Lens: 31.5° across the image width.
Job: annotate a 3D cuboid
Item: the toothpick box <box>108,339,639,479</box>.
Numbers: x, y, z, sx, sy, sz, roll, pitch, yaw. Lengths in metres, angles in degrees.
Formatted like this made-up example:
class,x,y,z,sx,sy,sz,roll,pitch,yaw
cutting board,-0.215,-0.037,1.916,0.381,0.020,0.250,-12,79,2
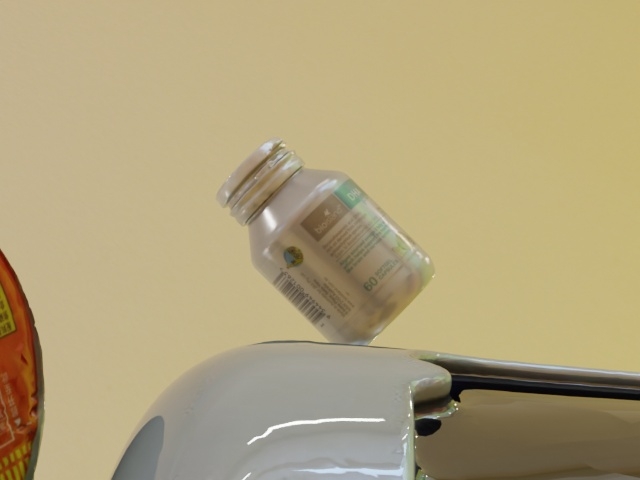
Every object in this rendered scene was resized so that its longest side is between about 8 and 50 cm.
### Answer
class,x,y,z,sx,sy,sz,roll,pitch,yaw
toothpick box,0.064,0.164,0.381,0.354,0.263,0.263,6,-75,1

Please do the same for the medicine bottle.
class,x,y,z,sx,sy,sz,roll,pitch,yaw
medicine bottle,0.000,0.000,1.153,0.215,0.135,0.135,45,-98,2

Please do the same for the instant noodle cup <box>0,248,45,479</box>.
class,x,y,z,sx,sy,sz,roll,pitch,yaw
instant noodle cup,-0.254,0.064,0.457,0.193,0.212,0.193,8,-99,-58
